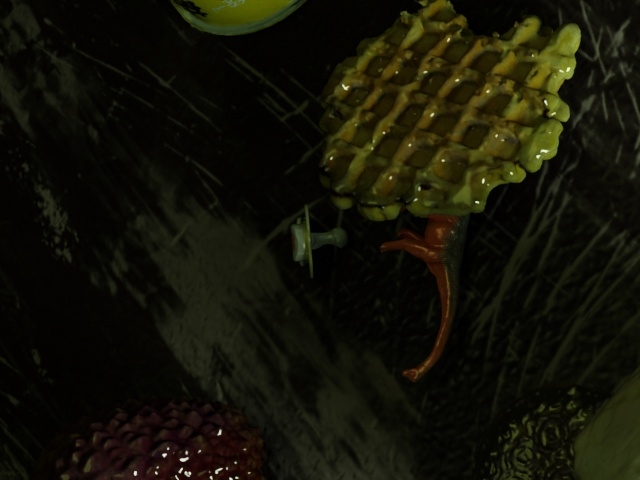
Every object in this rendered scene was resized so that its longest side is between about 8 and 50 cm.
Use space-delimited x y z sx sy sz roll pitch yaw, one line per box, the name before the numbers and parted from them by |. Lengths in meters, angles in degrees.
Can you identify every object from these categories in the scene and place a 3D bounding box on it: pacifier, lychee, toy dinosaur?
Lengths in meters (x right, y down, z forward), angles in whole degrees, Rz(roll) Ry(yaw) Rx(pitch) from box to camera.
pacifier | 0.000 0.000 1.676 0.064 0.068 0.083 -4 91 2
lychee | -0.179 0.276 1.617 0.271 0.271 0.271 -12 70 35
toy dinosaur | 0.116 0.008 1.574 0.101 0.055 0.280 14 86 34

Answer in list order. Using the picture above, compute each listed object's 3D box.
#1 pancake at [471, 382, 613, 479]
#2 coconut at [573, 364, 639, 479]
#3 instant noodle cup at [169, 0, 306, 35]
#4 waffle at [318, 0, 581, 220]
pancake | 0.233 0.227 1.440 0.190 0.020 0.184 37 99 40
coconut | 0.370 0.179 1.188 0.328 0.328 0.329 -12 70 35
instant noodle cup | -0.149 -0.434 1.783 0.325 0.254 0.326 -11 71 34
waffle | 0.126 -0.144 1.580 0.300 0.058 0.282 -3 59 31
